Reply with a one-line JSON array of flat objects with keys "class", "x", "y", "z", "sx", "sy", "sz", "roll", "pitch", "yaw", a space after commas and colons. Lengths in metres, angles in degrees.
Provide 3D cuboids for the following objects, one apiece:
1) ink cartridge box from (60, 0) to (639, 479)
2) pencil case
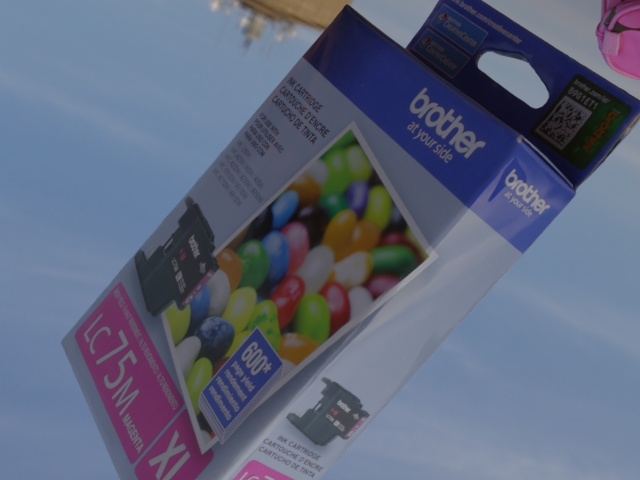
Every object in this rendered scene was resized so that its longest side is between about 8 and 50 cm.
[{"class": "ink cartridge box", "x": 0.000, "y": 0.000, "z": 0.615, "sx": 0.065, "sy": 0.311, "sz": 0.186, "roll": 38, "pitch": -173, "yaw": -39}, {"class": "pencil case", "x": 0.287, "y": -0.231, "z": 1.030, "sx": 0.098, "sy": 0.095, "sz": 0.209, "roll": 12, "pitch": -131, "yaw": 2}]
